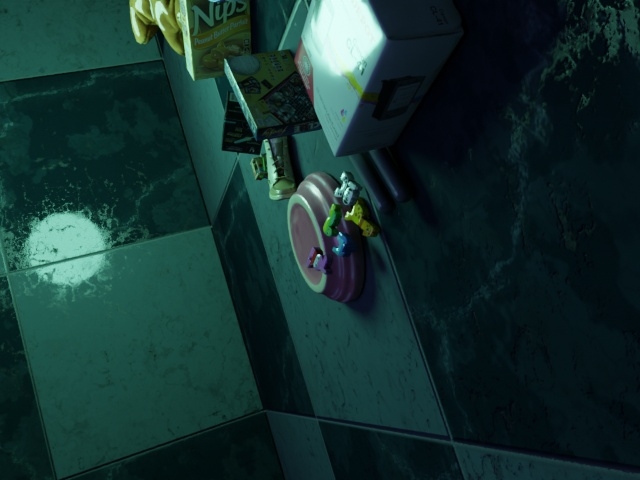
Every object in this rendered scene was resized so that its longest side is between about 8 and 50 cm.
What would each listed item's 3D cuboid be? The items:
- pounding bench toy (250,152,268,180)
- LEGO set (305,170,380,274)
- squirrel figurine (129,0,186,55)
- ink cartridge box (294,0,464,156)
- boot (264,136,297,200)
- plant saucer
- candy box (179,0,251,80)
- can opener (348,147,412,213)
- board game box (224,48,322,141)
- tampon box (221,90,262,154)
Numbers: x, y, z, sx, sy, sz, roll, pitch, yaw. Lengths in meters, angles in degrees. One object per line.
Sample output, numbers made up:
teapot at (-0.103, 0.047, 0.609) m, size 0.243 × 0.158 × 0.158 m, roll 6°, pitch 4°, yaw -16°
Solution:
pounding bench toy at (-0.179, -0.228, 1.844) m, size 0.083 × 0.052 × 0.065 m, roll 141°, pitch 113°, yaw -69°
LEGO set at (0.064, -0.019, 1.242) m, size 0.093 × 0.087 × 0.227 m, roll 43°, pitch 121°, yaw 43°
squirrel figurine at (-0.423, -0.766, 1.827) m, size 0.370 × 0.281 × 0.396 m, roll 46°, pitch 148°, yaw 44°
ink cartridge box at (0.074, -0.311, 0.953) m, size 0.306 × 0.131 × 0.226 m, roll 117°, pitch 136°, yaw -64°
boot at (-0.110, -0.204, 1.606) m, size 0.213 × 0.077 × 0.165 m, roll -114°, pitch 18°, yaw -69°
plant saucer at (0.000, 0.000, 1.462) m, size 0.332 × 0.084 × 0.332 m, roll 165°, pitch 90°, yaw -71°
candy box at (-0.297, -0.627, 1.683) m, size 0.316 × 0.183 × 0.087 m, roll 93°, pitch 153°, yaw -42°
can opener at (0.090, -0.174, 1.120) m, size 0.074 × 0.093 × 0.280 m, roll -37°, pitch 61°, yaw 21°
board game box at (-0.111, -0.347, 1.396) m, size 0.042 × 0.165 × 0.243 m, roll 104°, pitch 147°, yaw -55°
tampon box at (-0.226, -0.343, 1.752) m, size 0.161 × 0.121 × 0.101 m, roll 116°, pitch 158°, yaw -61°
